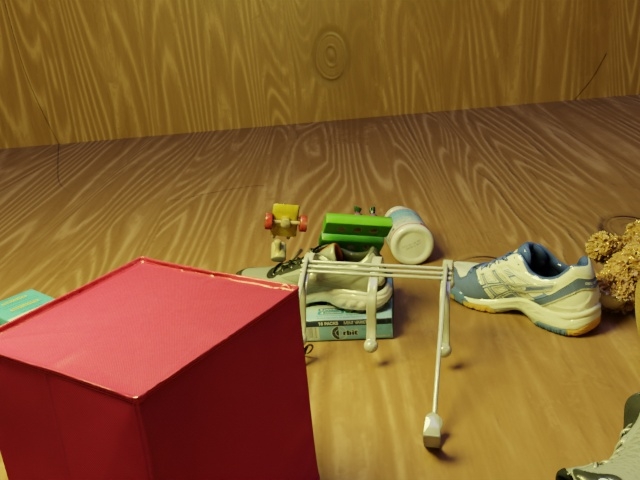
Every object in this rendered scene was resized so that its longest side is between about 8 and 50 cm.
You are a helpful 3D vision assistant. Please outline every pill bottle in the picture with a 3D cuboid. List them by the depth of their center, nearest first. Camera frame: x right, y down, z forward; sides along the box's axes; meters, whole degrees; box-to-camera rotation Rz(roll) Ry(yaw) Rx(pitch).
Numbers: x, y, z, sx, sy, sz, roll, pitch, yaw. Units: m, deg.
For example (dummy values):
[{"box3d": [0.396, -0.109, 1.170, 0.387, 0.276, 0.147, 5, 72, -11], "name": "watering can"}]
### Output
[{"box3d": [0.175, -0.016, 1.548, 0.087, 0.087, 0.160, -6, 21, -3], "name": "pill bottle"}]

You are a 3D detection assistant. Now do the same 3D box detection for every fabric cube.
[{"box3d": [-0.180, 0.193, 0.829, 0.259, 0.258, 0.254, 9, 25, 33], "name": "fabric cube"}]

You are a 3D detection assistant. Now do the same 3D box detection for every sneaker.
[{"box3d": [0.323, 0.241, 0.826, 0.132, 0.086, 0.229, -3, 21, 12], "name": "sneaker"}, {"box3d": [0.329, 0.055, 1.258, 0.296, 0.131, 0.112, 13, 29, 43], "name": "sneaker"}, {"box3d": [-0.016, 0.053, 1.264, 0.271, 0.108, 0.100, -2, 23, 16], "name": "sneaker"}]

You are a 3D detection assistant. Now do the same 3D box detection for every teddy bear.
[{"box3d": [0.574, 0.037, 1.274, 0.338, 0.113, 0.245, -20, 27, -34], "name": "teddy bear"}]

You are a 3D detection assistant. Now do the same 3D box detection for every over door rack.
[{"box3d": [0.061, 0.154, 1.065, 0.239, 0.108, 0.324, 2, 42, 13], "name": "over door rack"}]

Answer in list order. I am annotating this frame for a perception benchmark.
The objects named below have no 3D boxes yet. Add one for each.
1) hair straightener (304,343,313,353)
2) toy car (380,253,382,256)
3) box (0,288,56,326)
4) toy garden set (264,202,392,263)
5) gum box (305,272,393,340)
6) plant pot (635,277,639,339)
[{"box3d": [-0.126, 0.171, 1.174, 0.230, 0.047, 0.089, -5, 21, -1], "name": "hair straightener"}, {"box3d": [0.057, 0.052, 1.445, 0.122, 0.060, 0.040, -1, -12, -7], "name": "toy car"}, {"box3d": [-0.475, 0.152, 1.298, 0.244, 0.060, 0.100, 12, 27, 40], "name": "box"}, {"box3d": [0.000, 0.000, 1.305, 0.203, 0.049, 0.244, 3, -25, -7], "name": "toy garden set"}, {"box3d": [0.048, 0.112, 1.301, 0.157, 0.041, 0.184, -4, 21, 7], "name": "gum box"}, {"box3d": [0.565, 0.093, 1.000, 0.254, 0.237, 0.237, -8, 16, 34], "name": "plant pot"}]
